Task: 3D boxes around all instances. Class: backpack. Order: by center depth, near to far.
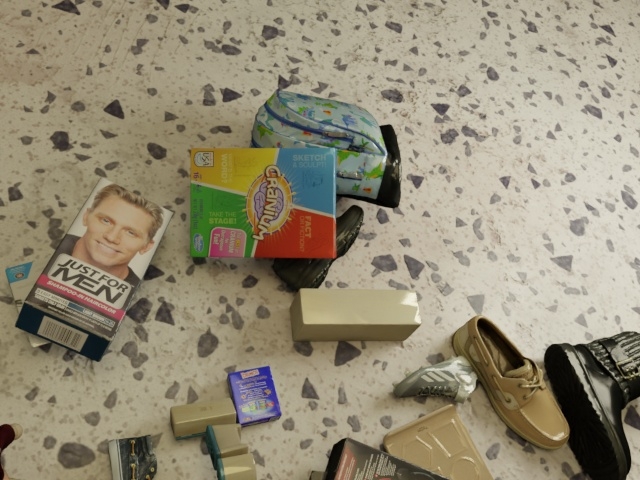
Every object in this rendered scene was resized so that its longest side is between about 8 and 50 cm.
[{"bbox_3d":[0.008,-0.225,1.638,0.356,0.273,0.290,-1,31,0],"label":"backpack"}]

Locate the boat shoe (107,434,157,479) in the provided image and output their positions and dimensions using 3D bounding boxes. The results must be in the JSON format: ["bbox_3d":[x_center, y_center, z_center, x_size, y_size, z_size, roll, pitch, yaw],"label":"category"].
[{"bbox_3d":[-0.335,0.446,1.243,0.083,0.065,0.183,-7,62,-19],"label":"boat shoe"}]

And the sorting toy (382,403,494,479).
[{"bbox_3d":[0.249,0.473,1.432,0.193,0.038,0.208,-17,72,-25],"label":"sorting toy"}]

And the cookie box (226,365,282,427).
[{"bbox_3d":[-0.136,0.319,1.394,0.092,0.040,0.107,-7,64,-20],"label":"cookie box"}]

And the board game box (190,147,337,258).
[{"bbox_3d":[-0.123,-0.082,1.493,0.317,0.064,0.242,0,91,6],"label":"board game box"}]

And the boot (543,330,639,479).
[{"bbox_3d":[0.695,0.374,1.567,0.260,0.131,0.348,-1,61,-18],"label":"boot"}]

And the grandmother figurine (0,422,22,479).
[{"bbox_3d":[-0.526,0.379,1.057,0.104,0.342,0.207,17,58,-7],"label":"grandmother figurine"}]

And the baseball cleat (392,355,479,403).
[{"bbox_3d":[0.262,0.318,1.494,0.206,0.072,0.109,-18,55,-25],"label":"baseball cleat"}]

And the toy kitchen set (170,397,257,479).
[{"bbox_3d":[-0.208,0.434,1.294,0.122,0.166,0.207,-4,26,-20],"label":"toy kitchen set"}]

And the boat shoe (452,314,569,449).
[{"bbox_3d":[0.437,0.319,1.531,0.122,0.110,0.341,-34,75,-30],"label":"boat shoe"}]

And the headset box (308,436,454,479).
[{"bbox_3d":[0.109,0.520,1.282,0.293,0.110,0.218,23,62,-4],"label":"headset box"}]

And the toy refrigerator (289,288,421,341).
[{"bbox_3d":[0.075,0.163,1.515,0.270,0.102,0.094,1,61,-16],"label":"toy refrigerator"}]

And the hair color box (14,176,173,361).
[{"bbox_3d":[-0.442,0.049,1.366,0.174,0.105,0.347,27,45,-14],"label":"hair color box"}]

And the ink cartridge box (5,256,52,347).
[{"bbox_3d":[-0.550,0.130,1.362,0.104,0.060,0.180,-16,67,-26],"label":"ink cartridge box"}]

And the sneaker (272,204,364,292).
[{"bbox_3d":[0.000,0.000,1.588,0.130,0.109,0.286,34,55,11],"label":"sneaker"}]
